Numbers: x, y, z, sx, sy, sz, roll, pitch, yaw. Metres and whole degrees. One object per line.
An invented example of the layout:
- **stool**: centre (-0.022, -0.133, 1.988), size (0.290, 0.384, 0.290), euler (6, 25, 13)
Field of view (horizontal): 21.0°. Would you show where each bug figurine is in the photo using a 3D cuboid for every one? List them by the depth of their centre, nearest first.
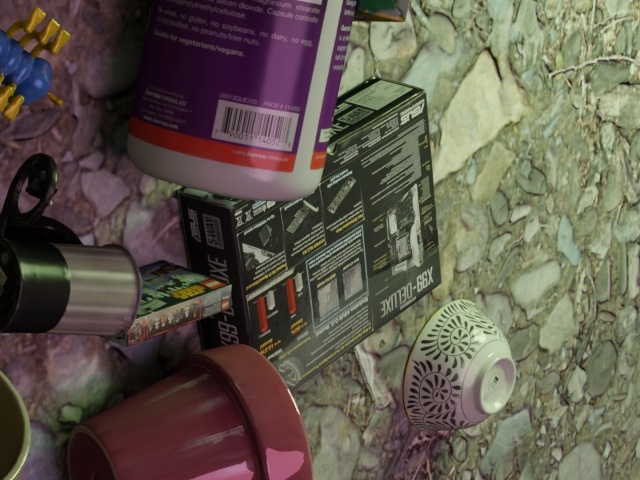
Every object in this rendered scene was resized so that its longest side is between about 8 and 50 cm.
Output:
- **bug figurine**: centre (-0.328, -0.092, 1.352), size (0.279, 0.072, 0.216), euler (-55, 134, -13)

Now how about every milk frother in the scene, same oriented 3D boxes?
- **milk frother**: centre (-0.215, 0.007, 1.455), size (0.134, 0.143, 0.129), euler (4, 57, -48)

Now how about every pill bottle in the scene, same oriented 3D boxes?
- **pill bottle**: centre (-0.061, -0.206, 1.547), size (0.181, 0.181, 0.323), euler (1, 104, -51)

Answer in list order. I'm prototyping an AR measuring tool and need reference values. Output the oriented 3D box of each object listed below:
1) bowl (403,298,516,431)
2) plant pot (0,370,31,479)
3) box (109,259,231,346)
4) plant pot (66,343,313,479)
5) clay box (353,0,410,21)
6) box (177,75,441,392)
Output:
- **bowl**: centre (0.182, 0.162, 2.083), size (0.170, 0.080, 0.170), euler (-22, 120, -44)
- **plant pot**: centre (-0.372, 0.237, 1.323), size (0.256, 0.256, 0.274), euler (-18, 134, -46)
- **box**: centre (-0.162, 0.056, 1.601), size (0.137, 0.094, 0.027), euler (-19, 120, -46)
- **plant pot**: centre (-0.133, 0.214, 1.638), size (0.180, 0.201, 0.201), euler (-14, 117, -30)
- **clay box**: centre (0.043, -0.277, 1.664), size (0.053, 0.222, 0.127), euler (12, 94, -16)
- **box**: centre (0.000, 0.000, 1.793), size (0.307, 0.076, 0.242), euler (-34, 129, -38)
